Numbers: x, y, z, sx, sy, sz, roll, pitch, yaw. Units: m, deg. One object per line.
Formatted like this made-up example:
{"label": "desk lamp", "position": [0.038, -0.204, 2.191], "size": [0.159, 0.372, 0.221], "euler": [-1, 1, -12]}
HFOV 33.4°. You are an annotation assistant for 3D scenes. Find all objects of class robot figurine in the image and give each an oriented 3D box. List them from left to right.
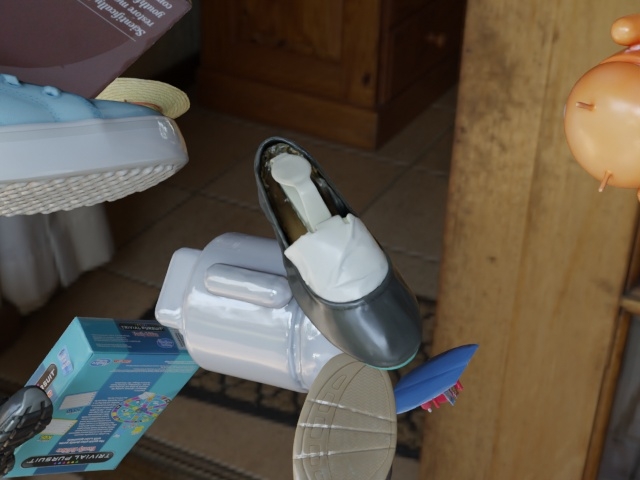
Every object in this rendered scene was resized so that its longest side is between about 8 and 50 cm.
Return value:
{"label": "robot figurine", "position": [-0.049, 0.100, 1.464], "size": [0.353, 0.200, 0.300], "euler": [10, -12, 23]}
{"label": "robot figurine", "position": [0.319, -0.130, 1.014], "size": [0.219, 0.158, 0.128], "euler": [-30, 63, -33]}

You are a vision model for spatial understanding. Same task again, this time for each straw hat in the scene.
{"label": "straw hat", "position": [-0.246, -0.158, 1.413], "size": [0.144, 0.144, 0.061], "euler": [0, 71, -4]}

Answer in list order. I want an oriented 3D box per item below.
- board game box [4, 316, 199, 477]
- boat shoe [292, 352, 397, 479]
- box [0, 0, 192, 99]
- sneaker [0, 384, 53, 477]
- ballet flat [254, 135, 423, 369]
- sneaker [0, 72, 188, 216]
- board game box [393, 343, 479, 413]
{"label": "board game box", "position": [-0.385, 0.271, 1.832], "size": [0.253, 0.336, 0.079], "euler": [9, 40, -48]}
{"label": "boat shoe", "position": [0.021, 0.257, 1.068], "size": [0.102, 0.092, 0.285], "euler": [3, 70, -1]}
{"label": "box", "position": [-0.228, -0.227, 0.819], "size": [0.168, 0.167, 0.203], "euler": [33, 27, -43]}
{"label": "sneaker", "position": [-0.498, 0.283, 1.623], "size": [0.101, 0.267, 0.106], "euler": [-13, 64, -48]}
{"label": "ballet flat", "position": [0.000, 0.000, 0.983], "size": [0.095, 0.096, 0.280], "euler": [-29, 48, -7]}
{"label": "sneaker", "position": [-0.264, -0.094, 0.679], "size": [0.365, 0.150, 0.135], "euler": [-3, -7, -25]}
{"label": "board game box", "position": [0.154, 0.202, 1.450], "size": [0.133, 0.033, 0.168], "euler": [-28, 8, 32]}
